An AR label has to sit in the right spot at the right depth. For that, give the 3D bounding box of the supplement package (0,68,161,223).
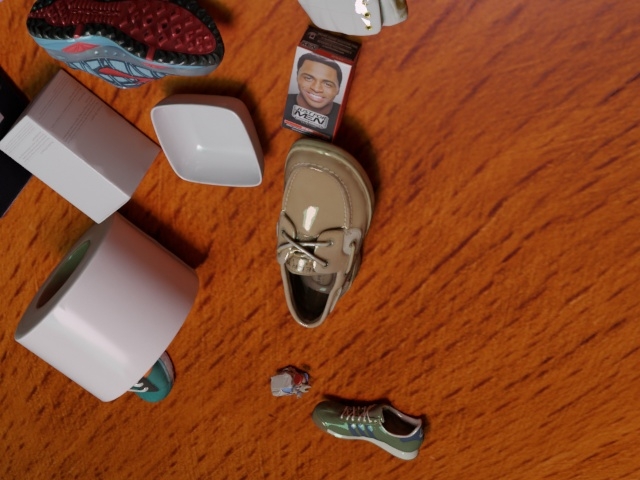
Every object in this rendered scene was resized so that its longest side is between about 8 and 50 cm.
[{"bbox_3d":[-0.335,-0.129,1.597,0.179,0.105,0.105,40,139,-17],"label":"supplement package"}]

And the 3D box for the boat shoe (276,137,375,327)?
[{"bbox_3d":[0.000,0.000,1.541,0.122,0.110,0.341,16,147,15],"label":"boat shoe"}]

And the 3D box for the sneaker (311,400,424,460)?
[{"bbox_3d":[0.085,0.296,1.911,0.192,0.064,0.086,20,134,5],"label":"sneaker"}]

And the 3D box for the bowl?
[{"bbox_3d":[-0.143,-0.141,1.522,0.142,0.053,0.142,5,139,23],"label":"bowl"}]

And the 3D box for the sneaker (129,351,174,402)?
[{"bbox_3d":[-0.353,0.201,1.979,0.108,0.121,0.302,2,137,27],"label":"sneaker"}]

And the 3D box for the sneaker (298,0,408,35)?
[{"bbox_3d":[0.070,-0.306,1.183,0.293,0.108,0.169,-3,137,45],"label":"sneaker"}]

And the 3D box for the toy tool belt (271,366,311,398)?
[{"bbox_3d":[-0.042,0.239,1.925,0.051,0.052,0.083,13,158,-41],"label":"toy tool belt"}]

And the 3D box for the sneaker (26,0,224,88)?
[{"bbox_3d":[-0.229,-0.247,1.433,0.262,0.104,0.125,14,158,20],"label":"sneaker"}]

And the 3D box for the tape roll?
[{"bbox_3d":[-0.326,0.100,1.748,0.169,0.246,0.246,38,140,-18],"label":"tape roll"}]

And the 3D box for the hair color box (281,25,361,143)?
[{"bbox_3d":[-0.001,-0.187,1.399,0.072,0.043,0.141,20,141,5],"label":"hair color box"}]

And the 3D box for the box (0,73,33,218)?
[{"bbox_3d":[-0.598,-0.170,1.625,0.294,0.182,0.296,-8,130,34],"label":"box"}]
